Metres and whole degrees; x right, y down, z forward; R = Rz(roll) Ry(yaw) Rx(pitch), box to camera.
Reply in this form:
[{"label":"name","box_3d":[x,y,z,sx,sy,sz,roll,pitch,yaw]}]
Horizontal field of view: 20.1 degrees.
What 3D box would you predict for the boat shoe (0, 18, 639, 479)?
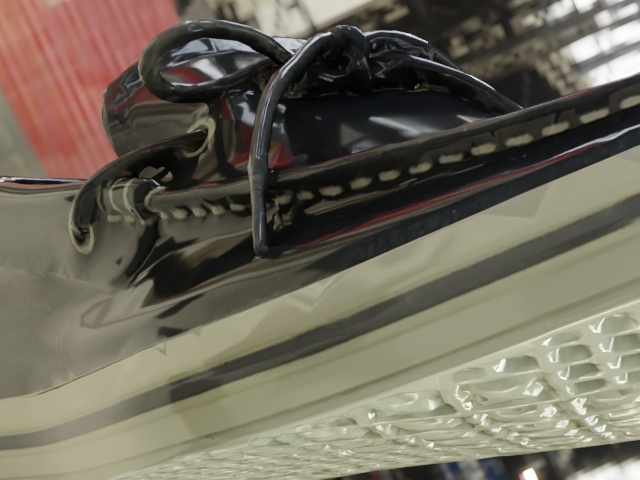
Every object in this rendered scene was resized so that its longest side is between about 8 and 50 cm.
[{"label":"boat shoe","box_3d":[0.000,0.000,0.594,0.500,0.187,0.156,-17,-107,56]}]
